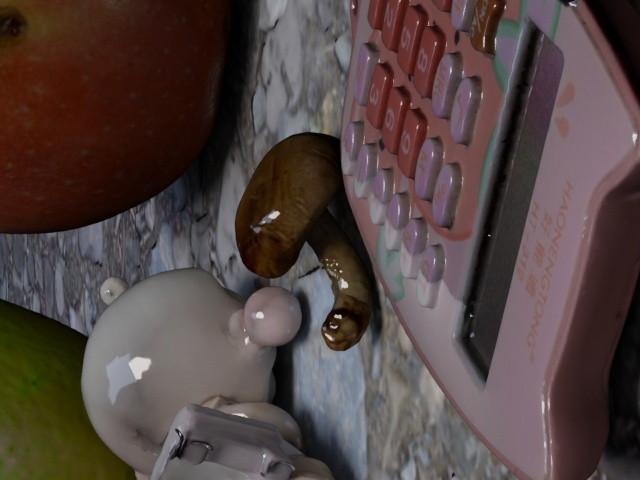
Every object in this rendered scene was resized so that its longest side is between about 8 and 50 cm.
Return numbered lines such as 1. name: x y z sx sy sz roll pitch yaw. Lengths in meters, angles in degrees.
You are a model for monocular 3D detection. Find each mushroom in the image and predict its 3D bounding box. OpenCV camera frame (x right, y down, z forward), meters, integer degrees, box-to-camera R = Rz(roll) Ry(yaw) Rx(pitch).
1. mushroom: -0.010 -0.002 0.908 0.088 0.073 0.129 -47 48 50

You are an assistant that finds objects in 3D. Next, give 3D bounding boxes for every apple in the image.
1. apple: -0.212 -0.177 1.130 0.348 0.277 0.348 180 90 -66

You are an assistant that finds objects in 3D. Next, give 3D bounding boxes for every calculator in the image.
1. calculator: 0.071 -0.050 0.743 0.329 0.048 0.220 -121 34 -55

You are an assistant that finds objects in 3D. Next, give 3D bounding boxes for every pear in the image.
1. pear: -0.181 0.219 1.220 0.399 0.165 0.399 173 90 -72

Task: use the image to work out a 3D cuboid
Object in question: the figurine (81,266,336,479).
1. figurine: -0.086 0.114 1.024 0.256 0.144 0.182 -122 32 -57
